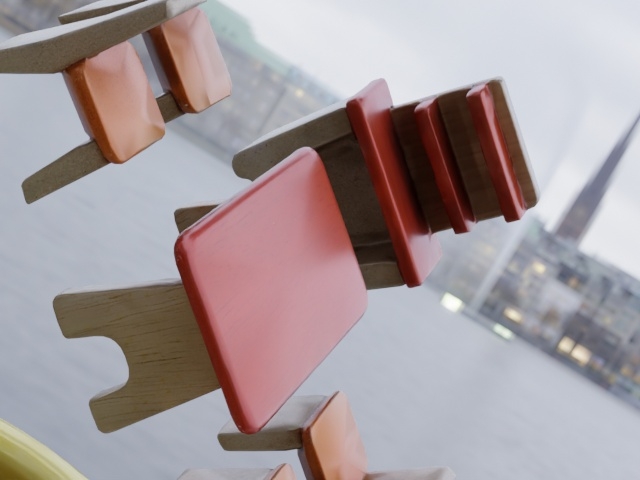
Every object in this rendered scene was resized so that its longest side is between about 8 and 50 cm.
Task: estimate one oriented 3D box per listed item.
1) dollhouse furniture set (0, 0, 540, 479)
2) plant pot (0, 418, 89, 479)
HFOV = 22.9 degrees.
[{"bbox_3d":[0.000,0.000,0.705,0.262,0.135,0.259,71,24,-12],"label":"dollhouse furniture set"},{"bbox_3d":[-0.176,0.193,0.414,0.254,0.239,0.254,14,29,-8],"label":"plant pot"}]
